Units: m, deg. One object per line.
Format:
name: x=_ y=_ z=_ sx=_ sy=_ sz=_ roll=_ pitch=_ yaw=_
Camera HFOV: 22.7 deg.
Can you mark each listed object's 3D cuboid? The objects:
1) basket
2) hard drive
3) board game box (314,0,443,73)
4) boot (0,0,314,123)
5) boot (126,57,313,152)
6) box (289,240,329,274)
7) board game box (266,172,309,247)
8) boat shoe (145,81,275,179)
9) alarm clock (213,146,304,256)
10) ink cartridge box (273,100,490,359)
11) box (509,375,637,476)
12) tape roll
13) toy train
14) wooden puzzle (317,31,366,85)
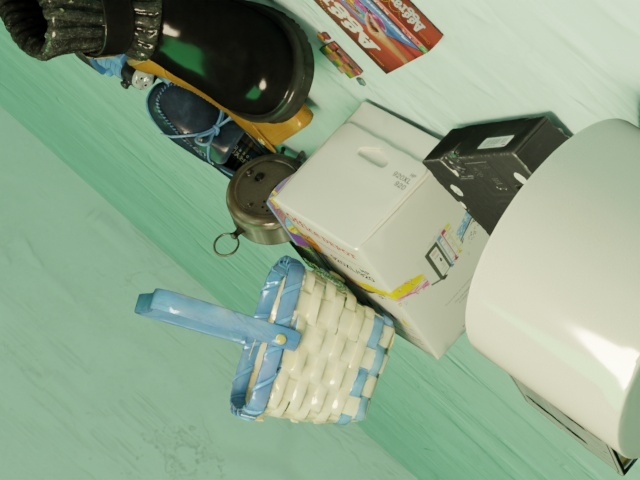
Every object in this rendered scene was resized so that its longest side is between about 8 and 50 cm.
basket: x=-0.075 y=0.113 z=1.912 sx=0.289 sy=0.201 sz=0.255 roll=14 pitch=175 yaw=-12
hard drive: x=0.276 y=0.012 z=1.657 sx=0.339 sy=0.064 sz=0.237 roll=46 pitch=167 yaw=-13
board game box: x=-0.003 y=-0.285 z=1.612 sx=0.281 sy=0.027 sz=0.145 roll=44 pitch=169 yaw=-8
boot: x=-0.199 y=-0.241 z=1.832 sx=0.260 sy=0.131 sz=0.348 roll=0 pitch=-153 yaw=-47
boot: x=-0.135 y=-0.202 z=2.127 sx=0.211 sy=0.104 sz=0.295 roll=47 pitch=163 yaw=-18
box: x=0.000 y=0.000 z=2.525 sx=0.190 sy=0.045 sz=0.184 roll=28 pitch=163 yaw=48
board game box: x=0.007 y=-0.033 z=2.198 sx=0.169 sy=0.133 sz=0.033 roll=56 pitch=-161 yaw=-45
boat shoe: x=-0.136 y=-0.154 z=2.348 sx=0.258 sy=0.109 sz=0.089 roll=31 pitch=174 yaw=-27
alarm clock: x=-0.082 y=-0.048 z=2.273 sx=0.129 sy=0.192 sz=0.064 roll=35 pitch=165 yaw=28
ink cartridge box: x=0.094 y=-0.012 z=1.891 sx=0.171 sy=0.168 sz=0.233 roll=31 pitch=164 yaw=45
box: x=0.321 y=0.186 z=1.947 sx=0.169 sy=0.087 sz=0.290 roll=38 pitch=175 yaw=22
tape roll: x=0.264 y=0.040 z=1.366 sx=0.169 sy=0.246 sz=0.246 roll=35 pitch=165 yaw=30
toy train: x=-0.282 y=-0.281 z=2.315 sx=0.184 sy=0.105 sz=0.080 roll=35 pitch=166 yaw=33
wooden puzzle: x=0.023 y=-0.208 z=1.837 sx=0.083 sy=0.006 sz=0.049 roll=45 pitch=167 yaw=-11
